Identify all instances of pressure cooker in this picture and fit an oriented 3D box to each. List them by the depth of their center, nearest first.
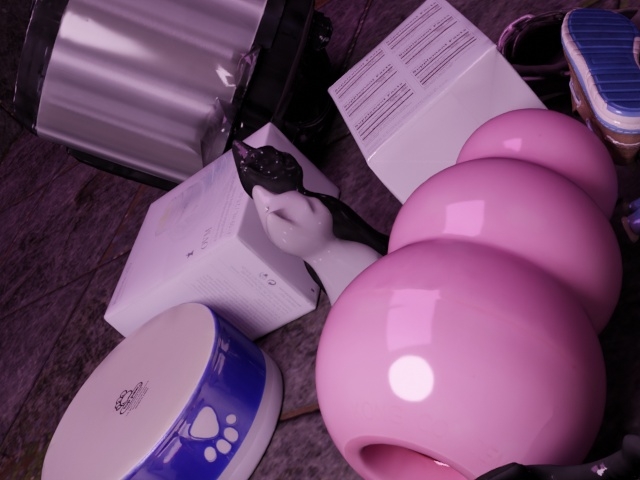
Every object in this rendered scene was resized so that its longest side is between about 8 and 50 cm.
[{"bbox_3d":[-0.180,-0.257,1.544,0.375,0.420,0.369,145,142,-75],"label":"pressure cooker"}]

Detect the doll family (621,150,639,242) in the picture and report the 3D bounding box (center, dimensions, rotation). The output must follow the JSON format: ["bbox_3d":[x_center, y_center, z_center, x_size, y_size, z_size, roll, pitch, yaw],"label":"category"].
[{"bbox_3d":[0.301,-0.065,0.880,0.111,0.076,0.193,-23,38,32],"label":"doll family"}]

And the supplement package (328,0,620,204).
[{"bbox_3d":[0.135,-0.094,1.028,0.149,0.194,0.203,-41,25,10],"label":"supplement package"}]

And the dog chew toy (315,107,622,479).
[{"bbox_3d":[0.130,0.035,0.824,0.207,0.206,0.331,-15,39,48],"label":"dog chew toy"}]

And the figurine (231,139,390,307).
[{"bbox_3d":[0.000,0.000,1.079,0.092,0.209,0.215,-43,25,6],"label":"figurine"}]

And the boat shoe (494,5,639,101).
[{"bbox_3d":[0.252,-0.201,1.125,0.112,0.095,0.335,-49,25,-6],"label":"boat shoe"}]

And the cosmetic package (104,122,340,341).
[{"bbox_3d":[-0.116,0.013,1.329,0.225,0.138,0.224,-32,28,30],"label":"cosmetic package"}]

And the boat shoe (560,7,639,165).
[{"bbox_3d":[0.235,-0.132,0.923,0.066,0.066,0.183,3,40,2],"label":"boat shoe"}]

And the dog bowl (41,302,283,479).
[{"bbox_3d":[-0.170,0.198,1.171,0.265,0.104,0.265,-35,26,21],"label":"dog bowl"}]

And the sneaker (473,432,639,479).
[{"bbox_3d":[0.113,0.206,0.666,0.293,0.146,0.102,-37,26,18],"label":"sneaker"}]
